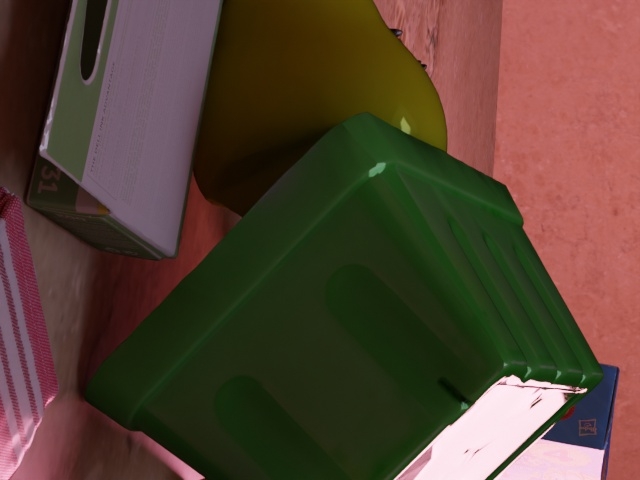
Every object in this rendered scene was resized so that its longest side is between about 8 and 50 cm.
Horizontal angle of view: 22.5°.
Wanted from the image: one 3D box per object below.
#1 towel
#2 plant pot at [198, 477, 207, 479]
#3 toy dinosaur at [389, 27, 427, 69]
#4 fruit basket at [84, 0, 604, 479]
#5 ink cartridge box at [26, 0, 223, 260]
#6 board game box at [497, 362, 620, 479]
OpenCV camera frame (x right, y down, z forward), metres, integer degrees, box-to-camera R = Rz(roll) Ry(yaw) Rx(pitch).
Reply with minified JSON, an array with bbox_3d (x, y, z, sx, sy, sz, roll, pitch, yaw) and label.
[{"bbox_3d":[-0.174,0.086,0.729,0.197,0.029,0.144,-67,162,-45],"label":"towel"},{"bbox_3d":[-0.058,0.224,1.211,0.134,0.095,0.134,9,90,-79],"label":"plant pot"},{"bbox_3d":[0.038,-0.106,1.412,0.313,0.121,0.160,85,4,-63],"label":"toy dinosaur"},{"bbox_3d":[0.000,0.000,1.089,0.283,0.392,0.392,-45,174,11],"label":"fruit basket"},{"bbox_3d":[-0.112,-0.095,0.834,0.235,0.056,0.171,47,52,-73],"label":"ink cartridge box"},{"bbox_3d":[0.138,0.194,1.630,0.302,0.308,0.086,74,28,-63],"label":"board game box"}]
